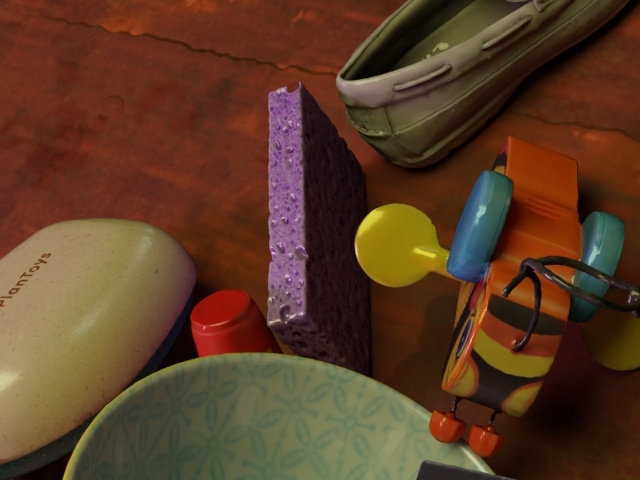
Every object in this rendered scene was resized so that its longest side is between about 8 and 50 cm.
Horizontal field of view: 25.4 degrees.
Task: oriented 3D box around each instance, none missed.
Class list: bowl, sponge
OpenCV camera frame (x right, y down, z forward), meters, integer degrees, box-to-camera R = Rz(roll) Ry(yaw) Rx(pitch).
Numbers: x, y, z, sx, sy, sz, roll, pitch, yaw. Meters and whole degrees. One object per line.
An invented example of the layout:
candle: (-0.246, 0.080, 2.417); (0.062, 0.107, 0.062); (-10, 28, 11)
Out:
bowl: (-0.029, 0.223, 0.837); (0.289, 0.289, 0.156); (-109, 32, -42)
sponge: (0.000, 0.000, 1.030); (0.031, 0.117, 0.210); (-17, 51, 19)

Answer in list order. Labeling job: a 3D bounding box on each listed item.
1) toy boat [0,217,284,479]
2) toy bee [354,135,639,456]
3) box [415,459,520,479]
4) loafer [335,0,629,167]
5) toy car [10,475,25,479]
toy boat: (-0.147, 0.099, 1.037); (0.318, 0.148, 0.267); (4, 37, 36)
toy bee: (0.106, 0.040, 0.885); (0.195, 0.298, 0.162); (28, 110, 18)
box: (0.121, 0.296, 0.612); (0.182, 0.296, 0.294); (8, 63, 38)
loafer: (0.146, -0.191, 1.077); (0.319, 0.111, 0.112); (-45, 46, -3)
toy car: (-0.231, 0.232, 1.061); (0.239, 0.053, 0.225); (-37, 45, 4)
